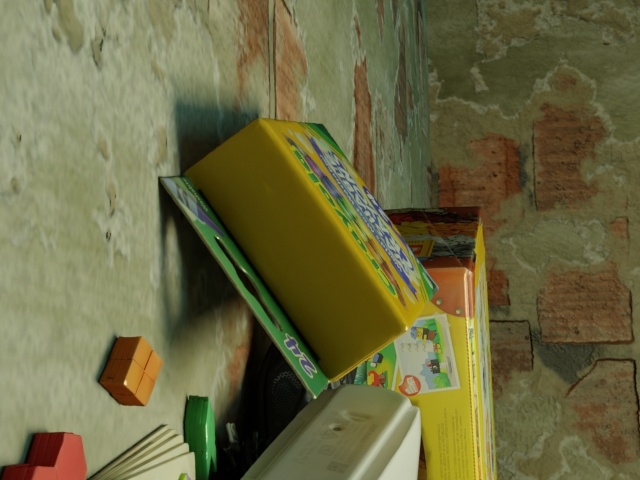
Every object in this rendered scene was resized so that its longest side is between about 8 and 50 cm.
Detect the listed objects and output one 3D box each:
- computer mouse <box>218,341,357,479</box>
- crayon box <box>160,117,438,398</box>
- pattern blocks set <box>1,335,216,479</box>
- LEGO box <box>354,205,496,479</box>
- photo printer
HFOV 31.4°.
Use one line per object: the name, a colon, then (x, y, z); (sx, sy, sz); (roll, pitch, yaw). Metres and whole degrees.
computer mouse: (-0.034, 0.161, 1.064); (0.272, 0.072, 0.188); (-63, 153, -45)
crayon box: (0.000, 0.000, 0.975); (0.203, 0.083, 0.323); (55, 12, 2)
pattern blocks set: (-0.113, 0.207, 0.737); (0.325, 0.026, 0.285); (-52, 138, -74)
LEGO box: (0.131, 0.232, 1.544); (0.372, 0.193, 0.500); (-52, 139, -73)
photo printer: (0.000, 0.307, 0.946); (0.256, 0.107, 0.308); (-37, 133, -64)
